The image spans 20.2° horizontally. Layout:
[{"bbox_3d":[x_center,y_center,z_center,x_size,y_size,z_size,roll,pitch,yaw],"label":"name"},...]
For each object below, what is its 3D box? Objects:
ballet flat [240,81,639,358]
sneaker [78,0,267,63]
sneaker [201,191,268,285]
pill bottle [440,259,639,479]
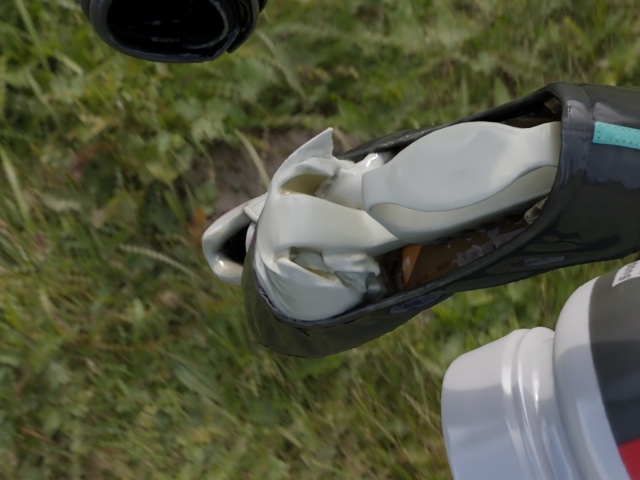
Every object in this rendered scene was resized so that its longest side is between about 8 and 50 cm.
[{"bbox_3d":[0.036,-0.016,0.804,0.280,0.096,0.095,-22,65,42],"label":"ballet flat"},{"bbox_3d":[-0.031,-0.194,1.154,0.296,0.104,0.146,-14,54,-8],"label":"sneaker"},{"bbox_3d":[0.000,0.000,1.494,0.252,0.111,0.103,-16,95,44],"label":"sneaker"},{"bbox_3d":[0.212,0.071,0.850,0.283,0.161,0.161,-24,70,24],"label":"pill bottle"}]
